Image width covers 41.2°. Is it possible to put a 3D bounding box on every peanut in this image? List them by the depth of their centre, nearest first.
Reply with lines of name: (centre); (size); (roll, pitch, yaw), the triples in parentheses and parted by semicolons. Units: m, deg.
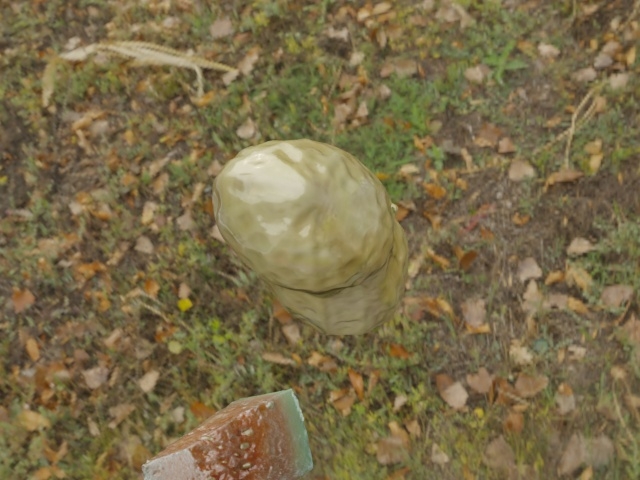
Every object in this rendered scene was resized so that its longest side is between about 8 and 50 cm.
peanut: (0.000, 0.000, 0.750); (0.149, 0.313, 0.149); (-3, 76, 11)

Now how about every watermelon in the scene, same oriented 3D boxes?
watermelon: (-0.138, 0.333, 1.224); (0.139, 0.256, 0.193); (-17, 80, 36)
